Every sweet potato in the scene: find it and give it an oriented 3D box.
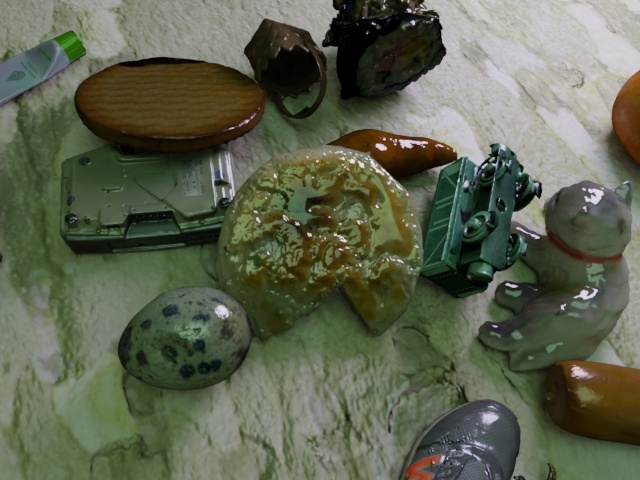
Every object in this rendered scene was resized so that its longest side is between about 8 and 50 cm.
[{"bbox_3d":[0.075,-0.137,0.954,0.359,0.112,0.112,-21,67,-17],"label":"sweet potato"}]

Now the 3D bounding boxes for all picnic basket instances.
[{"bbox_3d":[-0.053,-0.311,1.014,0.138,0.128,0.178,-4,64,-44],"label":"picnic basket"}]

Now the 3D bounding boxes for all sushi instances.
[{"bbox_3d":[0.108,-0.404,1.034,0.225,0.238,0.218,-21,83,-10],"label":"sushi"}]

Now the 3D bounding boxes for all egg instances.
[{"bbox_3d":[-0.185,0.134,0.748,0.182,0.141,0.141,-11,64,-3],"label":"egg"}]

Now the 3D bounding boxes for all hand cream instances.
[{"bbox_3d":[-0.558,-0.294,0.986,0.275,0.050,0.079,-39,46,-20],"label":"hand cream"}]

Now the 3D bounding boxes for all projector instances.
[{"bbox_3d":[-0.273,-0.086,0.885,0.270,0.088,0.193,-6,66,-12],"label":"projector"}]

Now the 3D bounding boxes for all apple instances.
[{"bbox_3d":[0.682,-0.228,1.060,0.210,0.173,0.234,-1,71,-14],"label":"apple"}]

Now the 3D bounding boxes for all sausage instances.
[{"bbox_3d":[0.498,0.251,0.808,0.328,0.112,0.112,10,61,-4],"label":"sausage"}]

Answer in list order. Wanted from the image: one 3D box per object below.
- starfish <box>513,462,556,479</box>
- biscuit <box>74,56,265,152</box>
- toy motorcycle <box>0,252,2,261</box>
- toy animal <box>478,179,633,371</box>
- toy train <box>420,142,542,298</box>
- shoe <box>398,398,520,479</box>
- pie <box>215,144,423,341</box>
[{"bbox_3d":[0.302,0.378,0.742,0.130,0.041,0.133,-33,73,-36],"label":"starfish"},{"bbox_3d":[-0.254,-0.241,0.943,0.318,0.040,0.318,4,40,-3],"label":"biscuit"},{"bbox_3d":[-0.538,0.010,0.733,0.109,0.198,0.296,7,60,1],"label":"toy motorcycle"},{"bbox_3d":[0.388,0.049,0.865,0.308,0.188,0.266,-20,75,-22],"label":"toy animal"},{"bbox_3d":[0.261,-0.032,0.891,0.115,0.154,0.269,29,59,-18],"label":"toy train"},{"bbox_3d":[0.163,0.326,0.678,0.132,0.171,0.336,37,63,12],"label":"shoe"},{"bbox_3d":[0.000,0.000,0.842,0.338,0.075,0.337,1,84,-11],"label":"pie"}]
